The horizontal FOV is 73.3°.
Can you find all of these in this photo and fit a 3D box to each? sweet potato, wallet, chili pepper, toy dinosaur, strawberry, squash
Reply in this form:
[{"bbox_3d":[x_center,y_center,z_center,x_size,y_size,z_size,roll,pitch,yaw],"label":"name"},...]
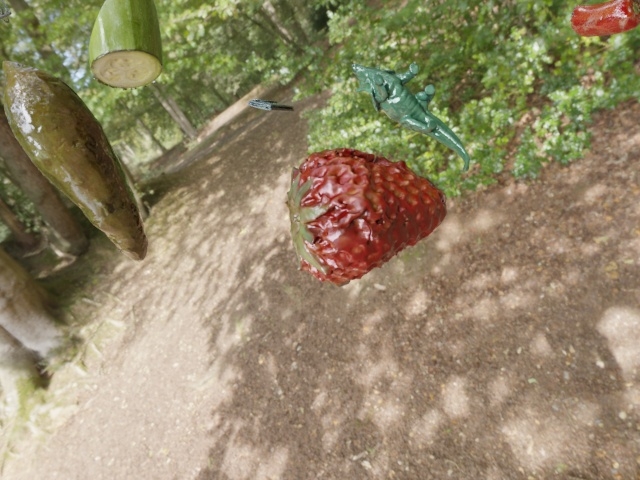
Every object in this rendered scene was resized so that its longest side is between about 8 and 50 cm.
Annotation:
[{"bbox_3d":[-0.416,-0.115,0.779,0.130,0.423,0.131,-15,34,10],"label":"sweet potato"},{"bbox_3d":[-0.147,-0.402,1.280,0.088,0.026,0.129,18,20,24],"label":"wallet"},{"bbox_3d":[0.581,-0.454,0.875,0.070,0.073,0.123,-32,25,-13],"label":"chili pepper"},{"bbox_3d":[0.177,-0.252,0.808,0.079,0.291,0.120,-50,-16,-12],"label":"toy dinosaur"},{"bbox_3d":[0.075,-0.048,0.640,0.244,0.206,0.205,-9,16,-15],"label":"strawberry"},{"bbox_3d":[-0.508,-0.547,1.099,0.189,0.261,0.189,-14,-6,-2],"label":"squash"}]

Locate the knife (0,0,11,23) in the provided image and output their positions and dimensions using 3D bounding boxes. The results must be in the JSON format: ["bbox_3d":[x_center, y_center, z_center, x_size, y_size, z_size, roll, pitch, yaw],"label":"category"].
[{"bbox_3d":[-0.886,-0.515,1.035,0.053,0.123,0.278,19,62,21],"label":"knife"}]

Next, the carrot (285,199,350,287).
[{"bbox_3d":[0.000,0.000,1.295,0.100,0.308,0.258,-25,-6,0],"label":"carrot"}]

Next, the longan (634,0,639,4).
[{"bbox_3d":[0.576,-0.497,0.634,0.242,0.301,0.300,-18,18,-13],"label":"longan"}]
